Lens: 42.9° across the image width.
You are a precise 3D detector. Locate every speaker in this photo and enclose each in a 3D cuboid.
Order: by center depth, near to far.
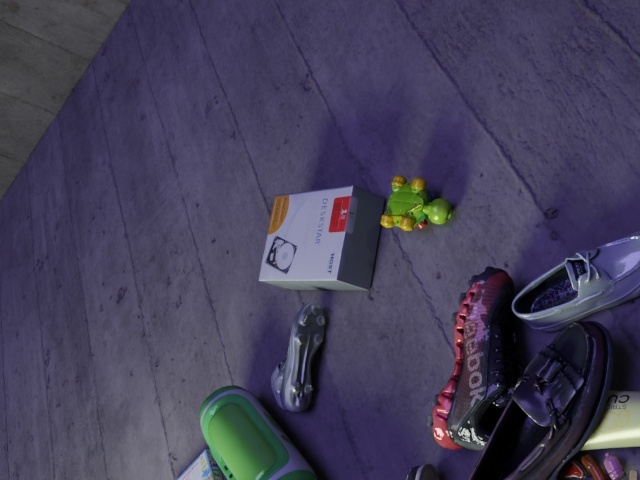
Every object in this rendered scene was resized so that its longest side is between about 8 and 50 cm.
[{"bbox_3d":[-0.116,0.390,1.485,0.296,0.131,0.131,40,105,50],"label":"speaker"}]

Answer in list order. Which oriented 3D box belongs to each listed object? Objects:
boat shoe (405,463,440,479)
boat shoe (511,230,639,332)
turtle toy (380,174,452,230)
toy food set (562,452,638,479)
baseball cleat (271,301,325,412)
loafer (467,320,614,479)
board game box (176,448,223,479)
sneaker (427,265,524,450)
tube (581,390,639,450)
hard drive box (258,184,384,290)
[{"bbox_3d":[0.134,0.445,1.200,0.069,0.081,0.227,-10,69,43],"label":"boat shoe"},{"bbox_3d":[0.360,0.055,1.106,0.227,0.081,0.079,-38,48,34],"label":"boat shoe"},{"bbox_3d":[0.166,-0.057,1.396,0.130,0.066,0.095,13,84,51],"label":"turtle toy"},{"bbox_3d":[0.357,0.308,1.042,0.122,0.019,0.077,-1,86,57],"label":"toy food set"},{"bbox_3d":[-0.051,0.217,1.529,0.109,0.072,0.205,-13,61,54],"label":"baseball cleat"},{"bbox_3d":[0.281,0.240,1.063,0.109,0.095,0.302,-127,53,-61],"label":"loafer"},{"bbox_3d":[-0.257,0.518,1.673,0.154,0.026,0.103,-49,43,24],"label":"board game box"},{"bbox_3d":[0.249,0.177,1.172,0.135,0.098,0.276,9,83,51],"label":"sneaker"},{"bbox_3d":[0.384,0.226,1.025,0.070,0.062,0.240,-42,14,-34],"label":"tube"},{"bbox_3d":[0.000,0.000,1.550,0.232,0.089,0.181,-5,71,48],"label":"hard drive box"}]
